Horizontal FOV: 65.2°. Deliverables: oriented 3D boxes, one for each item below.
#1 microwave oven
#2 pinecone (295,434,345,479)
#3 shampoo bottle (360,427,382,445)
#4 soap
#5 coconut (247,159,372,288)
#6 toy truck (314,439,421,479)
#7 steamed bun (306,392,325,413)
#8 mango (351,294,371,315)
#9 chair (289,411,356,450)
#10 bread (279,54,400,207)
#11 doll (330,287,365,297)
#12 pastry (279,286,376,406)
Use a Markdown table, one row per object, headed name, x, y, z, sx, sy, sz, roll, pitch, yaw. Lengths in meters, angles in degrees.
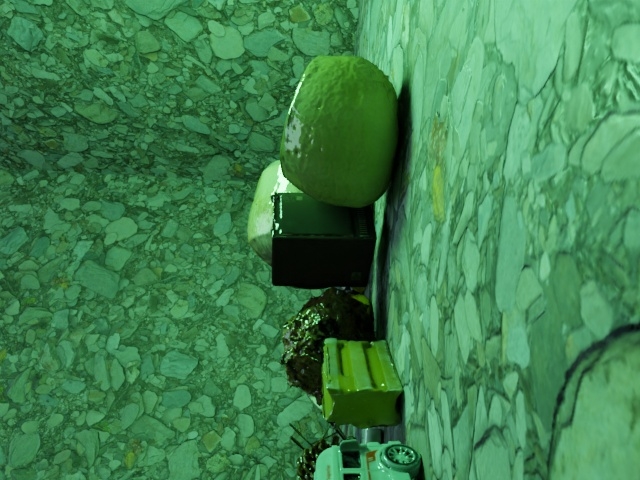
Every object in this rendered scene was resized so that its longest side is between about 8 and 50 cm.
| name | x | y | z | sx | sy | sz | roll | pitch | yaw |
| --- | --- | --- | --- | --- | --- | --- | --- | --- | --- |
| microwave oven | 0.000 | 0.000 | 1.200 | 0.188 | 0.248 | 0.178 | 94 | 175 | -47 |
| pinecone | 0.028 | 0.642 | 1.386 | 0.168 | 0.186 | 0.212 | -51 | -8 | -49 |
| shampoo bottle | 0.105 | 0.442 | 1.036 | 0.072 | 0.043 | 0.099 | 94 | 179 | -68 |
| soap | 0.071 | 0.259 | 0.938 | 0.233 | 0.135 | 0.076 | -93 | 6 | -79 |
| coconut | -0.034 | -0.035 | 1.513 | 0.404 | 0.405 | 0.404 | -177 | 90 | -90 |
| toy truck | 0.052 | 0.374 | 0.593 | 0.305 | 0.163 | 0.136 | -87 | 0 | -77 |
| steamed bun | 0.026 | 0.369 | 1.467 | 0.280 | 0.207 | 0.267 | 115 | 159 | -83 |
| mango | 0.107 | 0.200 | 1.365 | 0.187 | 0.066 | 0.101 | -147 | 68 | -84 |
| chair | 0.047 | 0.682 | 1.578 | 0.325 | 0.170 | 0.160 | 50 | 175 | -1 |
| bread | 0.055 | -0.224 | 1.072 | 0.320 | 0.238 | 0.320 | 17 | -90 | -85 |
| doll | 0.090 | 0.158 | 1.692 | 0.316 | 0.103 | 0.145 | -150 | 67 | -83 |
| pastry | 0.011 | 0.245 | 1.182 | 0.275 | 0.193 | 0.274 | 3 | -93 | -55 |
